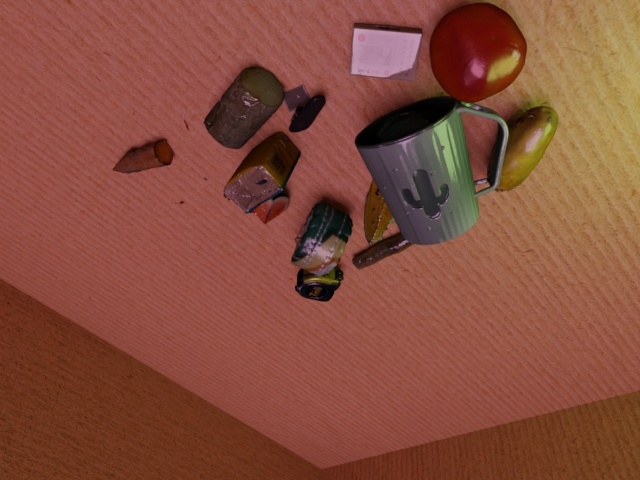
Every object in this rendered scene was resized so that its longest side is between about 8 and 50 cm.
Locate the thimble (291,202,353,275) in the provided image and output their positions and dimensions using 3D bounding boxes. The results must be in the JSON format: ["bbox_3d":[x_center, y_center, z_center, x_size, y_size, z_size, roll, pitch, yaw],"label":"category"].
[{"bbox_3d":[0.000,0.000,1.649,0.167,0.254,0.288,25,157,-7],"label":"thimble"}]

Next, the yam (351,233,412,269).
[{"bbox_3d":[0.266,0.037,1.750,0.317,0.067,0.071,-30,147,30],"label":"yam"}]

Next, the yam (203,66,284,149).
[{"bbox_3d":[-0.253,-0.422,1.398,0.161,0.161,0.268,39,128,-22],"label":"yam"}]

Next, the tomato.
[{"bbox_3d":[0.424,-0.508,1.152,0.259,0.180,0.260,0,97,-4],"label":"tomato"}]

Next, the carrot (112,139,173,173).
[{"bbox_3d":[-0.684,-0.299,1.622,0.262,0.102,0.102,-12,127,22],"label":"carrot"}]

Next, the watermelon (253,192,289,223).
[{"bbox_3d":[-0.217,-0.152,1.636,0.145,0.193,0.137,38,89,13],"label":"watermelon"}]

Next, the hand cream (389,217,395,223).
[{"bbox_3d":[0.288,-0.104,1.643,0.174,0.046,0.095,-8,129,25],"label":"hand cream"}]

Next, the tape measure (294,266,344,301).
[{"bbox_3d":[-0.015,0.178,1.875,0.186,0.112,0.199,12,136,-16],"label":"tape measure"}]

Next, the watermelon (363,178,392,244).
[{"bbox_3d":[0.221,-0.135,1.558,0.122,0.129,0.302,16,106,7],"label":"watermelon"}]

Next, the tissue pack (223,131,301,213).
[{"bbox_3d":[-0.196,-0.238,1.468,0.192,0.271,0.134,-29,116,29],"label":"tissue pack"}]

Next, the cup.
[{"bbox_3d":[0.345,-0.217,1.302,0.400,0.310,0.393,-1,126,44],"label":"cup"}]

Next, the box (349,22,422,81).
[{"bbox_3d":[0.189,-0.554,1.265,0.200,0.058,0.141,6,131,5],"label":"box"}]

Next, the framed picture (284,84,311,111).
[{"bbox_3d":[-0.080,-0.469,1.421,0.089,0.007,0.066,-16,126,23],"label":"framed picture"}]

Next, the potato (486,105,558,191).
[{"bbox_3d":[0.619,-0.281,1.343,0.140,0.173,0.300,18,138,2],"label":"potato"}]

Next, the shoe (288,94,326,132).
[{"bbox_3d":[-0.047,-0.427,1.419,0.071,0.049,0.179,-2,155,-37],"label":"shoe"}]
